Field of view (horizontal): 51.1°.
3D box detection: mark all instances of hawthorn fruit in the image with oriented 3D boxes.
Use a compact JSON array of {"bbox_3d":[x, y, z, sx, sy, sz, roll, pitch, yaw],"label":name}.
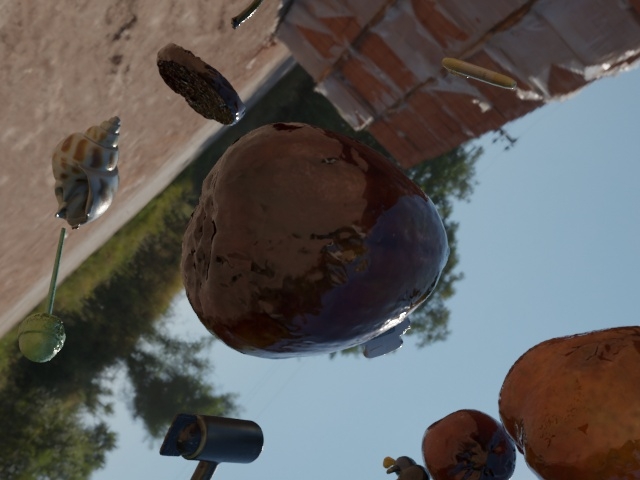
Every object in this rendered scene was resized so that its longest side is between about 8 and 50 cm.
[{"bbox_3d":[0.640,0.387,1.470,0.472,0.472,0.472,-44,-169,10],"label":"hawthorn fruit"},{"bbox_3d":[0.448,0.668,2.105,0.311,0.295,0.295,-12,-147,53],"label":"hawthorn fruit"}]

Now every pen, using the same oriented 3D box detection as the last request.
[{"bbox_3d":[0.366,-0.387,1.562,0.032,0.040,0.233,-31,-140,-18],"label":"pen"}]

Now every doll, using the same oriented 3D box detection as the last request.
[{"bbox_3d":[0.198,0.543,1.524,0.088,0.102,0.179,-67,-170,-10],"label":"doll"}]

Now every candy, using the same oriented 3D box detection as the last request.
[{"bbox_3d":[-0.564,0.101,1.411,0.092,0.093,0.335,-28,-135,24],"label":"candy"}]

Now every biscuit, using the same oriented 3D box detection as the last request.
[{"bbox_3d":[-0.217,-0.281,1.213,0.049,0.192,0.192,-56,-167,-16],"label":"biscuit"}]

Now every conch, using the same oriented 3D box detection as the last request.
[{"bbox_3d":[-0.557,-0.172,1.615,0.149,0.183,0.274,-31,150,-54],"label":"conch"}]

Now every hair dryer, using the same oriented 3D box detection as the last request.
[{"bbox_3d":[-0.223,0.412,1.132,0.078,0.196,0.248,24,-91,41],"label":"hair dryer"}]

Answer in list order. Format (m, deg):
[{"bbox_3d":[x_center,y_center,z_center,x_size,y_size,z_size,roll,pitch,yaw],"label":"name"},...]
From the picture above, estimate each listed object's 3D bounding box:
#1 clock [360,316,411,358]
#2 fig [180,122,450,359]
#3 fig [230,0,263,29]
[{"bbox_3d":[0.054,0.056,0.838,0.080,0.176,0.117,-21,-128,-6],"label":"clock"},{"bbox_3d":[-0.011,0.000,0.645,0.263,0.223,0.224,-3,-157,11],"label":"fig"},{"bbox_3d":[-0.079,-0.401,0.937,0.124,0.124,0.236,-61,172,-54],"label":"fig"}]
